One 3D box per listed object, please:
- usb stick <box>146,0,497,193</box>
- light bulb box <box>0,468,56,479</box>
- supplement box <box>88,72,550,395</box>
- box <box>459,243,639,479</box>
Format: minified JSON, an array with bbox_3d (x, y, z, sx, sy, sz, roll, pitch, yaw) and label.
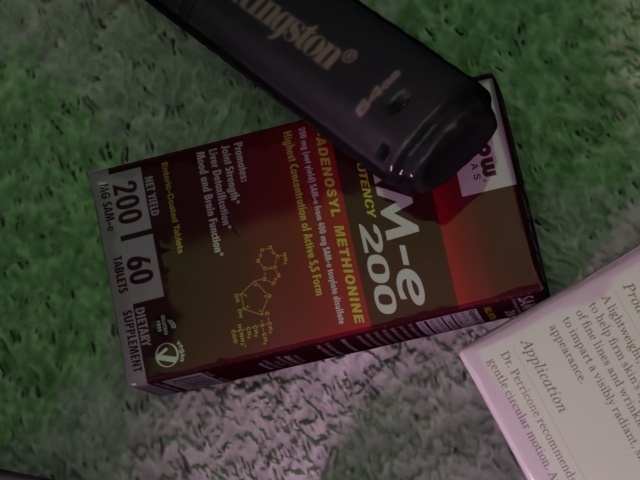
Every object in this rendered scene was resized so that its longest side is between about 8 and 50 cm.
[{"bbox_3d":[-0.015,-0.117,0.986,0.077,0.045,0.278,-42,53,-11],"label":"usb stick"},{"bbox_3d":[-0.349,0.190,0.889,0.361,0.358,0.225,9,81,14],"label":"light bulb box"},{"bbox_3d":[0.000,0.000,0.998,0.239,0.073,0.130,-14,78,8],"label":"supplement box"},{"bbox_3d":[0.173,0.111,0.889,0.119,0.182,0.181,-29,76,7],"label":"box"}]
